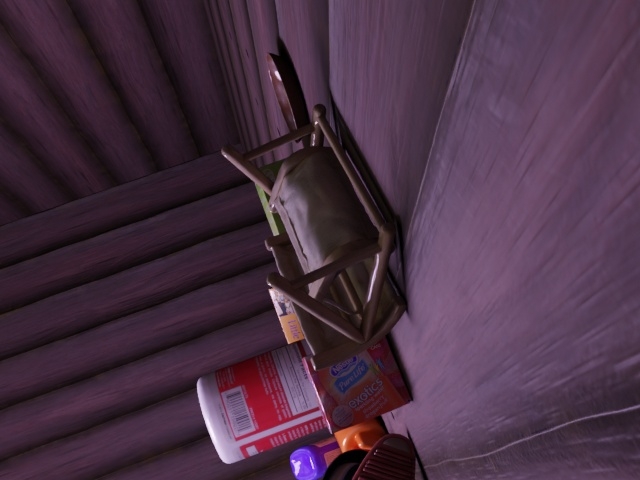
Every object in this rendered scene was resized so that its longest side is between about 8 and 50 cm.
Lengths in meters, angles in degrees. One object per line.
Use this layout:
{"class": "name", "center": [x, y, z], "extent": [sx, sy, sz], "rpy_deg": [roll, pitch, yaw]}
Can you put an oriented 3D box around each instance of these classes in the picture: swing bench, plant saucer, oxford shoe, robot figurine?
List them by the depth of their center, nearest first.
{"class": "swing bench", "center": [0.000, 0.000, 1.018], "extent": [0.254, 0.165, 0.253], "rpy_deg": [69, 177, -53]}
{"class": "plant saucer", "center": [-0.057, -0.258, 1.302], "extent": [0.168, 0.029, 0.168], "rpy_deg": [159, 90, -84]}
{"class": "oxford shoe", "center": [0.111, 0.553, 1.473], "extent": [0.130, 0.123, 0.348], "rpy_deg": [20, -91, -75]}
{"class": "robot figurine", "center": [0.099, 0.500, 1.909], "extent": [0.219, 0.128, 0.158], "rpy_deg": [-123, 10, -66]}

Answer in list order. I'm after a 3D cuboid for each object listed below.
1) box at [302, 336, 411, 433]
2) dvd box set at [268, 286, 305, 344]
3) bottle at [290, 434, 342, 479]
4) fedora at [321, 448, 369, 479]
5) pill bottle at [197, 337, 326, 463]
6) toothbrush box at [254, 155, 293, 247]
{"class": "box", "center": [0.059, 0.263, 1.383], "extent": [0.300, 0.154, 0.142], "rpy_deg": [98, 152, -80]}
{"class": "dvd box set", "center": [-0.025, 0.283, 2.180], "extent": [0.307, 0.062, 0.420], "rpy_deg": [-56, -52, -71]}
{"class": "bottle", "center": [0.050, 0.590, 2.032], "extent": [0.118, 0.283, 0.092], "rpy_deg": [-30, 73, 42]}
{"class": "fedora", "center": [0.135, 0.649, 1.678], "extent": [0.153, 0.334, 0.334], "rpy_deg": [-22, 88, 40]}
{"class": "pill bottle", "center": [-0.083, 0.383, 1.826], "extent": [0.229, 0.408, 0.229], "rpy_deg": [161, 90, -84]}
{"class": "toothbrush box", "center": [-0.023, -0.010, 1.374], "extent": [0.206, 0.122, 0.283], "rpy_deg": [165, 84, -84]}
